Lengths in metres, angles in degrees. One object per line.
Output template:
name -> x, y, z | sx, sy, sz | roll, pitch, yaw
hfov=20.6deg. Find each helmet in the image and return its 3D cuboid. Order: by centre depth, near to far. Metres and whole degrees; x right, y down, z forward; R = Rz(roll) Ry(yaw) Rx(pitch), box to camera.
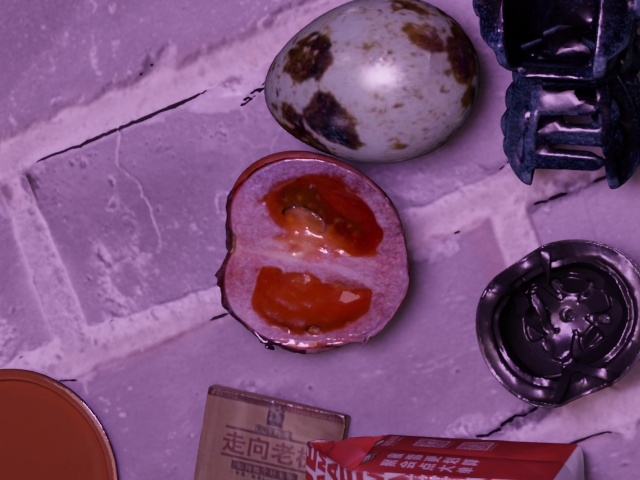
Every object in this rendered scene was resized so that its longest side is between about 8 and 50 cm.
helmet -> 0.241, 0.084, 1.774 | 0.177, 0.107, 0.153 | -26, 84, -4

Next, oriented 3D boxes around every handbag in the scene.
handbag -> 0.117, 0.296, 1.801 | 0.298, 0.151, 0.171 | 0, 100, 19

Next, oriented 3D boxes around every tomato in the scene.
tomato -> 0.000, 0.000, 1.822 | 0.199, 0.112, 0.228 | 15, 120, 2

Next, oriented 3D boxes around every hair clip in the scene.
hair clip -> 0.235, -0.194, 1.677 | 0.194, 0.310, 0.206 | 7, 65, 14

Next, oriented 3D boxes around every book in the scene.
book -> -0.062, 0.284, 1.909 | 0.161, 0.026, 0.231 | 11, 97, 14

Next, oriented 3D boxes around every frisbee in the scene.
frisbee -> -0.343, 0.267, 1.987 | 0.251, 0.021, 0.251 | 1, 95, 16

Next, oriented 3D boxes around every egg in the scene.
egg -> 0.049, -0.160, 1.772 | 0.231, 0.169, 0.169 | -4, 94, 30
